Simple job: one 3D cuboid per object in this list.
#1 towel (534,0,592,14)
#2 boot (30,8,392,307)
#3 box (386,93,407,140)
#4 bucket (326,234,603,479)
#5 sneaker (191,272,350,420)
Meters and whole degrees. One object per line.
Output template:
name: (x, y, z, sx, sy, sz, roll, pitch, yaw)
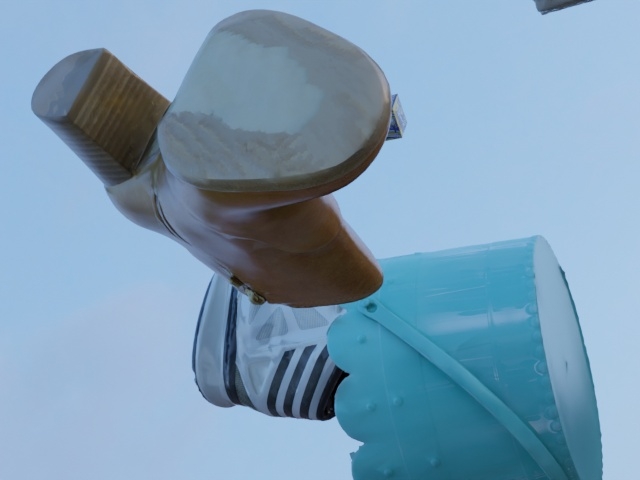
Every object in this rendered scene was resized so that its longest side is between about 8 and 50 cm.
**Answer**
towel: (0.217, -0.338, 1.079, 0.187, 0.282, 0.049, -15, 3, -11)
boot: (-0.018, -0.028, 0.753, 0.211, 0.295, 0.104, 41, -110, -38)
box: (0.053, -0.190, 2.169, 0.169, 0.054, 0.059, -9, -60, 21)
bucket: (0.138, 0.131, 1.187, 0.183, 0.281, 0.281, -14, -30, 19)
sneaker: (0.001, 0.000, 1.573, 0.169, 0.257, 0.448, -2, -81, -56)
